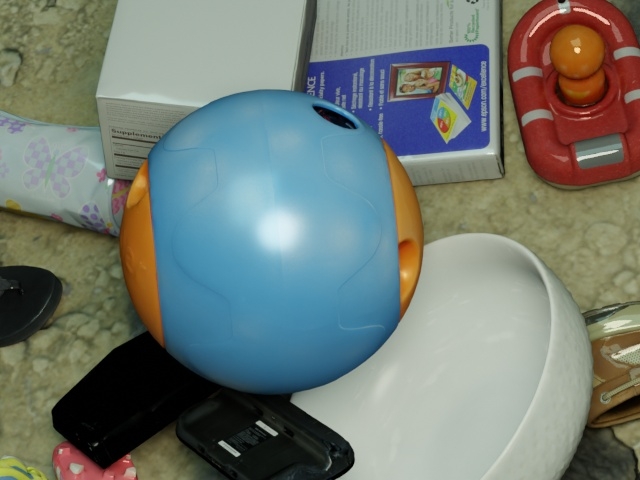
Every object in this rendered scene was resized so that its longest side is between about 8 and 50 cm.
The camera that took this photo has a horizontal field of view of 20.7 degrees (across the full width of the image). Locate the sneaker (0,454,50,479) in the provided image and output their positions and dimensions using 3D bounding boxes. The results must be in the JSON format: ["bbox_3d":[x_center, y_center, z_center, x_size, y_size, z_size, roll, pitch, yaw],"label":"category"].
[{"bbox_3d":[-0.275,0.280,1.690,0.126,0.240,0.091,43,91,14],"label":"sneaker"}]

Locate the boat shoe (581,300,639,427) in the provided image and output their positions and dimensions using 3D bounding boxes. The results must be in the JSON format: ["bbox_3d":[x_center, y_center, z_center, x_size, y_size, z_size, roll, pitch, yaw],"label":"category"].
[{"bbox_3d":[0.395,0.114,1.712,0.324,0.122,0.120,-14,61,14],"label":"boat shoe"}]

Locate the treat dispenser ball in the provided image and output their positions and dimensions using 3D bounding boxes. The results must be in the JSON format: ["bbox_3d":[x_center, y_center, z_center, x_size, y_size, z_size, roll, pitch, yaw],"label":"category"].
[{"bbox_3d":[-0.045,0.001,1.658,0.288,0.288,0.288,-6,57,9],"label":"treat dispenser ball"}]

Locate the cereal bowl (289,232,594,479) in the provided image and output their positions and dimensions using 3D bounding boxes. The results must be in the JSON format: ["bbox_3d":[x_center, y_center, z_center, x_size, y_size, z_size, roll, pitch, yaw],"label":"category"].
[{"bbox_3d":[0.127,0.170,1.679,0.339,0.141,0.339,-30,39,28],"label":"cereal bowl"}]

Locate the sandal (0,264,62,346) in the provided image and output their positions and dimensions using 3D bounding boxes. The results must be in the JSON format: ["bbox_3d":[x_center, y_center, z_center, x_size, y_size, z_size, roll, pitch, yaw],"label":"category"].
[{"bbox_3d":[-0.414,0.069,1.954,0.254,0.054,0.097,-4,58,11],"label":"sandal"}]

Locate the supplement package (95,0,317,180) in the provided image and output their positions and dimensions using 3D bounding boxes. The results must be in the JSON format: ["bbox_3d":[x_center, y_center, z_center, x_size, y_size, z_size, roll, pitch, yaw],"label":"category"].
[{"bbox_3d":[-0.117,-0.202,1.899,0.204,0.145,0.262,6,56,3],"label":"supplement package"}]

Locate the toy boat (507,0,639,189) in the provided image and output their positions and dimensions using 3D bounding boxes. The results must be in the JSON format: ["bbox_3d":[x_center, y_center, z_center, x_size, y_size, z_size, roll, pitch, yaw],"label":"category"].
[{"bbox_3d":[0.281,-0.178,1.893,0.151,0.151,0.231,-12,56,5],"label":"toy boat"}]

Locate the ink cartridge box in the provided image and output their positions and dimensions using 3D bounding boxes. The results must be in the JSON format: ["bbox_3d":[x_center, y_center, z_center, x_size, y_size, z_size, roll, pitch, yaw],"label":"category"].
[{"bbox_3d":[0.056,-0.195,2.009,0.307,0.072,0.304,-5,58,13],"label":"ink cartridge box"}]

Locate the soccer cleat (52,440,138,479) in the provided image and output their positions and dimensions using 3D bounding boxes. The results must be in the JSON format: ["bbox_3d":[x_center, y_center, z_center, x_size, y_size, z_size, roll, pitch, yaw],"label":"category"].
[{"bbox_3d":[-0.197,0.284,1.759,0.083,0.095,0.248,-11,30,-40],"label":"soccer cleat"}]

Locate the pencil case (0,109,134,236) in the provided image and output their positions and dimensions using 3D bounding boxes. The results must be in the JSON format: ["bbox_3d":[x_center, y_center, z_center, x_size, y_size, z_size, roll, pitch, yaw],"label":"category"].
[{"bbox_3d":[-0.324,-0.087,1.997,0.273,0.113,0.124,13,79,19],"label":"pencil case"}]

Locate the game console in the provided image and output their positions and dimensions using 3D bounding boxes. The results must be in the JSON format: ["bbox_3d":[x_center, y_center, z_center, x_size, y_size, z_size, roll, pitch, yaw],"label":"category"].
[{"bbox_3d":[-0.113,0.176,1.733,0.213,0.044,0.361,-34,33,-21],"label":"game console"}]
